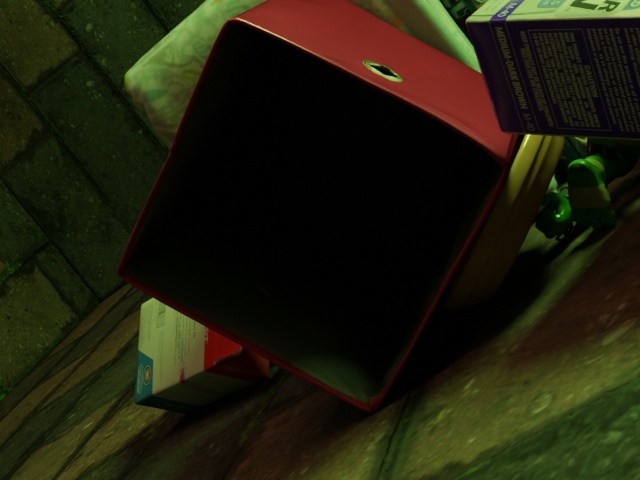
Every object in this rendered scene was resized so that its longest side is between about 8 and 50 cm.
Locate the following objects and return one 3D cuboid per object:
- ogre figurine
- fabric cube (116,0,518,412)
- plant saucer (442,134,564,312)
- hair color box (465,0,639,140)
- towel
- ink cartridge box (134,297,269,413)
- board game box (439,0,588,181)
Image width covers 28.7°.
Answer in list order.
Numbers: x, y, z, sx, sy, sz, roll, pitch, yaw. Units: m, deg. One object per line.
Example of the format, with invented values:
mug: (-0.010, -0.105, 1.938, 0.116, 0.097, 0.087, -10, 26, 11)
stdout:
ogre figurine: (0.260, -0.091, 1.065, 0.118, 0.096, 0.197, -40, -35, -43)
fabric cube: (0.015, -0.054, 1.118, 0.259, 0.254, 0.258, -63, -4, 23)
plant saucer: (0.163, -0.024, 1.089, 0.200, 0.037, 0.200, 25, -90, -85)
hair color box: (0.292, -0.155, 0.858, 0.338, 0.110, 0.185, 9, 42, 44)
towel: (0.020, -0.114, 1.283, 0.320, 0.374, 0.090, -36, 6, 22)
ink cartridge box: (-0.127, 0.110, 1.478, 0.231, 0.078, 0.134, -28, 53, 46)
board game box: (0.230, -0.204, 1.331, 0.042, 0.243, 0.165, -29, 12, 44)
